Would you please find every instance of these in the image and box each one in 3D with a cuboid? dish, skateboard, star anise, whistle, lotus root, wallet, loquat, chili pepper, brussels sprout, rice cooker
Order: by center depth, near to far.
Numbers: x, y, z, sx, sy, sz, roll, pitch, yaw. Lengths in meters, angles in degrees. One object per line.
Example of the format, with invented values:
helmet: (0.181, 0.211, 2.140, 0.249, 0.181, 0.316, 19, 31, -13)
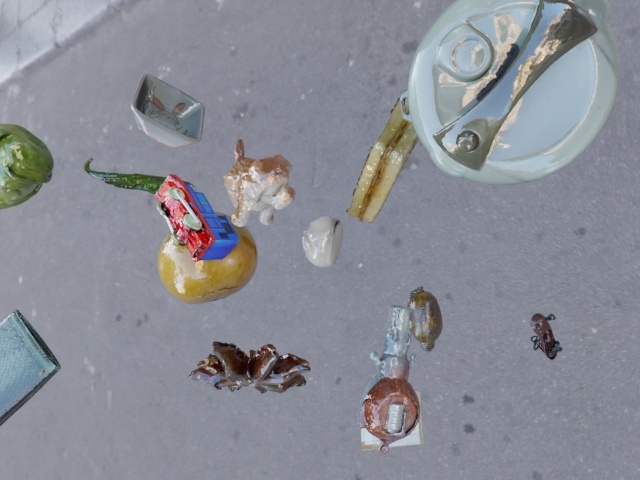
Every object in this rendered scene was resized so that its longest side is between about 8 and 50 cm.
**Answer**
rice cooker: (0.321, -0.263, 0.830, 0.335, 0.325, 0.335, 4, 105, 15)
wallet: (-0.644, 0.272, 0.956, 0.236, 0.055, 0.160, -43, 80, -2)
dish: (-0.338, -0.263, 1.043, 0.064, 0.154, 0.234, -49, 31, 26)
star anise: (-0.157, 0.281, 1.045, 0.288, 0.288, 0.088, -23, 55, 32)
whistle: (0.169, 0.327, 1.117, 0.142, 0.134, 0.346, 8, 90, 2)
loquat: (-0.297, 0.051, 1.276, 0.263, 0.263, 0.263, -6, 79, 36)
skateboard: (0.654, 0.283, 1.415, 0.080, 0.067, 0.151, 17, 133, 64)
brussels sprout: (-0.987, -0.239, 1.504, 0.294, 0.227, 0.259, 42, 111, 14)
lotus root: (0.336, 0.252, 1.542, 0.120, 0.120, 0.209, -13, 83, 35)
chili pepper: (-0.608, -0.201, 1.625, 0.076, 0.359, 0.084, -13, 66, 61)

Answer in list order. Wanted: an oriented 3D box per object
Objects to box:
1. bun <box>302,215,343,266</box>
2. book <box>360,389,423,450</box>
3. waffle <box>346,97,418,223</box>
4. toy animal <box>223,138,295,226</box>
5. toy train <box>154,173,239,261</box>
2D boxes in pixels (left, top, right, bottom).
bun: (0.000, 0.000, 1.601, 0.120, 0.173, 0.172, 11, 90, 13)
book: (0.190, 0.494, 1.313, 0.199, 0.016, 0.138, -24, 51, 37)
waffle: (0.204, -0.240, 1.503, 0.114, 0.376, 0.261, 29, 61, 6)
toy animal: (-0.119, -0.131, 0.882, 0.185, 0.104, 0.183, 147, 111, -71)
toy train: (-0.291, -0.050, 1.110, 0.083, 0.131, 0.204, -46, 66, 27)
